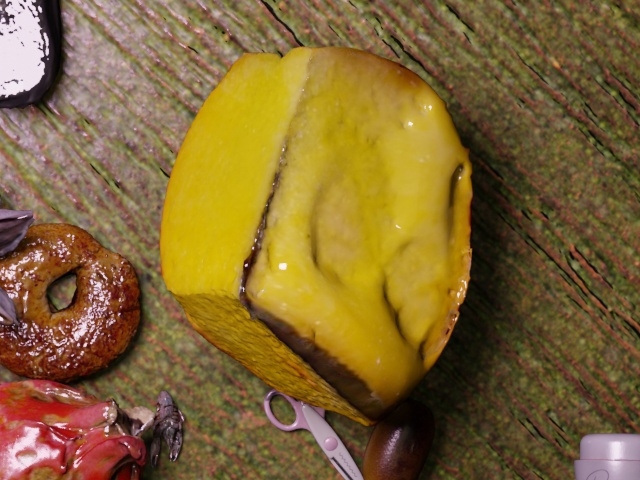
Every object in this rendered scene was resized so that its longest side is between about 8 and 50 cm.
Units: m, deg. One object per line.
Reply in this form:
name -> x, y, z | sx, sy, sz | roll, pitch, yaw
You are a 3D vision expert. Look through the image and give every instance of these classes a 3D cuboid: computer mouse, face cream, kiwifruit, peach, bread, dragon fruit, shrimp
computer mouse -> -0.341, -0.248, 1.397 | 0.122, 0.073, 0.217 | -7, 92, -11
face cream -> 0.365, 0.286, 1.558 | 0.117, 0.117, 0.104 | 5, 78, -10
kiwifruit -> 0.092, 0.247, 1.534 | 0.075, 0.075, 0.124 | 18, 90, -11
peach -> 0.000, 0.000, 1.405 | 0.306, 0.242, 0.380 | 13, 81, -32
bread -> -0.297, 0.073, 1.452 | 0.193, 0.064, 0.193 | -1, 94, -11
dragon fruit -> -0.277, 0.250, 1.413 | 0.211, 0.134, 0.262 | -39, 106, 10
shrimp -> -0.177, 0.221, 1.510 | 0.038, 0.029, 0.092 | 7, 102, -19

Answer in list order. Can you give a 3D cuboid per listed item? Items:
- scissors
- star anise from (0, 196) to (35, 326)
scissors -> 0.007, 0.237, 1.543 | 0.085, 0.022, 0.176 | -35, 98, -7
star anise -> -0.393, 0.014, 1.389 | 0.229, 0.093, 0.236 | -18, 66, 27
